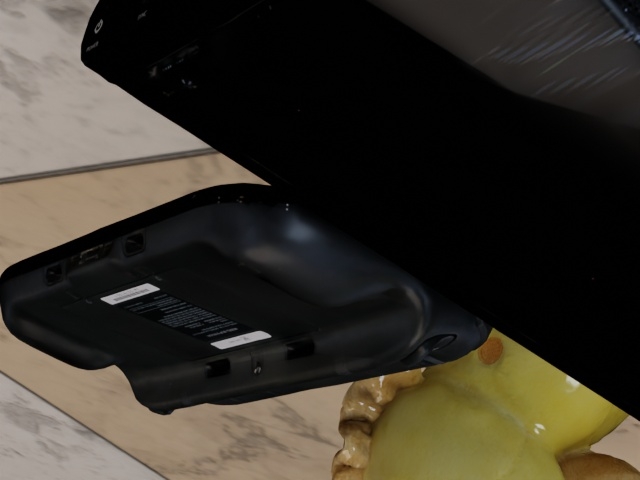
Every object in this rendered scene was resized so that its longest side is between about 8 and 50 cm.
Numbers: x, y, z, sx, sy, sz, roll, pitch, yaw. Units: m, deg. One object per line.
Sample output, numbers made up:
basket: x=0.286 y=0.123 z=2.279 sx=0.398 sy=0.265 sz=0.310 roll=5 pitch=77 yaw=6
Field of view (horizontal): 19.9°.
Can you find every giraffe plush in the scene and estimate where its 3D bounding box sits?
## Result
giraffe plush: x=0.079 y=0.059 z=0.670 sx=0.210 sy=0.170 sz=0.181 roll=15 pitch=165 yaw=14

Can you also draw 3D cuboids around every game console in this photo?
game console: x=0.000 y=0.000 z=0.539 sx=0.213 sy=0.044 sz=0.361 roll=33 pitch=154 yaw=-23

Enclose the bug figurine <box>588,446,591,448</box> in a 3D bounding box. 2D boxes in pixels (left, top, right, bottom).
bug figurine: x=0.171 y=0.159 z=0.851 sx=0.279 sy=0.072 sz=0.216 roll=23 pitch=116 yaw=9
